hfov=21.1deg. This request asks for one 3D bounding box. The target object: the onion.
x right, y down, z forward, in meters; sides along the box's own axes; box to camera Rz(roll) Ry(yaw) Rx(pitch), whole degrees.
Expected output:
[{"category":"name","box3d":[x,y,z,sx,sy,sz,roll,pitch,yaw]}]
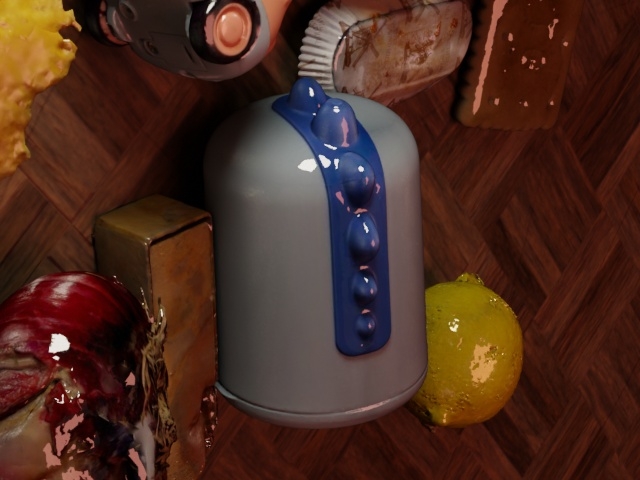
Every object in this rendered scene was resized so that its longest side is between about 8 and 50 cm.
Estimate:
[{"category":"onion","box3d":[-0.253,0.184,1.624,0.314,0.232,0.314,-3,90,-79]}]

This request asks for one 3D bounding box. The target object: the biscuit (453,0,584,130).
[{"category":"biscuit","box3d":[0.269,-0.296,2.165,0.217,0.044,0.324,-1,106,-48]}]

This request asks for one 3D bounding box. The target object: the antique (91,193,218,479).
[{"category":"antique","box3d":[-0.168,0.114,1.798,0.093,0.087,0.310,-25,123,-43]}]

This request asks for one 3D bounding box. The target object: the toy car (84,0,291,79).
[{"category":"toy car","box3d":[-0.116,-0.294,1.593,0.212,0.181,0.270,-45,129,-29]}]

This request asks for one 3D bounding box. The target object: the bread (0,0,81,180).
[{"category":"bread","box3d":[-0.386,-0.137,1.302,0.394,0.250,0.361,13,95,-50]}]

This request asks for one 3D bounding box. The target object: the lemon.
[{"category":"lemon","box3d":[0.169,0.138,2.136,0.173,0.173,0.206,22,73,-51]}]

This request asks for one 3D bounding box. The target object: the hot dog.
[{"category":"hot dog","box3d":[0.071,-0.216,1.944,0.268,0.075,0.144,-15,122,-49]}]

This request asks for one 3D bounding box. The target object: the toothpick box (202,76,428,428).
[{"category":"toothpick box","box3d":[0.000,0.000,1.808,0.263,0.263,0.354,-26,123,-41]}]
